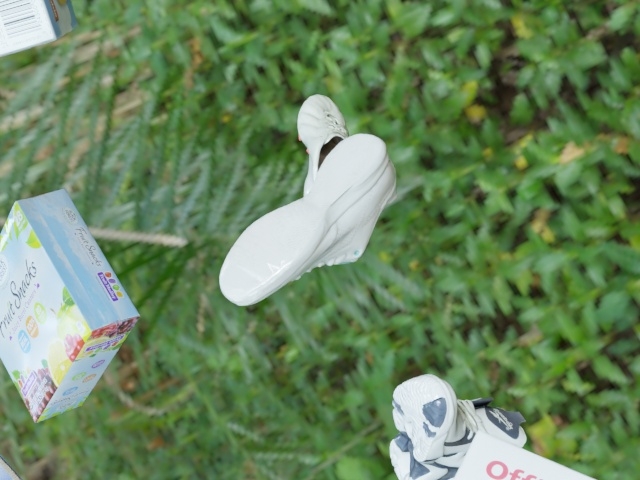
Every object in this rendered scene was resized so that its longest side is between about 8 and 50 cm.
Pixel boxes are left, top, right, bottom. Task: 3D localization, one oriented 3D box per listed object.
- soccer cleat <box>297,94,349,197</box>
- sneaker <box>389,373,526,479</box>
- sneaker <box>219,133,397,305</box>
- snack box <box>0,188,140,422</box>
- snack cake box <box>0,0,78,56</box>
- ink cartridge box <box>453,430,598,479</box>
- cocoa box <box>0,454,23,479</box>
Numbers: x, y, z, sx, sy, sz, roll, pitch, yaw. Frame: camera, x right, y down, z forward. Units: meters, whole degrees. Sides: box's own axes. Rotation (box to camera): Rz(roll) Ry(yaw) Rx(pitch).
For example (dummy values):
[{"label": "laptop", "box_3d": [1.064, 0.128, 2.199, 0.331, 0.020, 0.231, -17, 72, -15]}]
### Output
[{"label": "soccer cleat", "box_3d": [0.011, -0.114, 1.618, 0.076, 0.068, 0.196, 116, 160, -44]}, {"label": "sneaker", "box_3d": [0.167, 0.207, 1.537, 0.235, 0.153, 0.094, 90, 158, -50]}, {"label": "sneaker", "box_3d": [0.000, 0.000, 1.282, 0.080, 0.212, 0.094, 32, 159, 43]}, {"label": "snack box", "box_3d": [-0.298, 0.074, 1.489, 0.174, 0.070, 0.207, 57, 138, 17]}, {"label": "snack cake box", "box_3d": [-0.284, -0.247, 0.919, 0.089, 0.152, 0.264, -87, -19, -74]}, {"label": "ink cartridge box", "box_3d": [0.181, 0.362, 1.221, 0.223, 0.307, 0.129, 21, 156, 21]}, {"label": "cocoa box", "box_3d": [-0.468, 0.463, 1.607, 0.228, 0.347, 0.231, 44, 142, 18]}]
